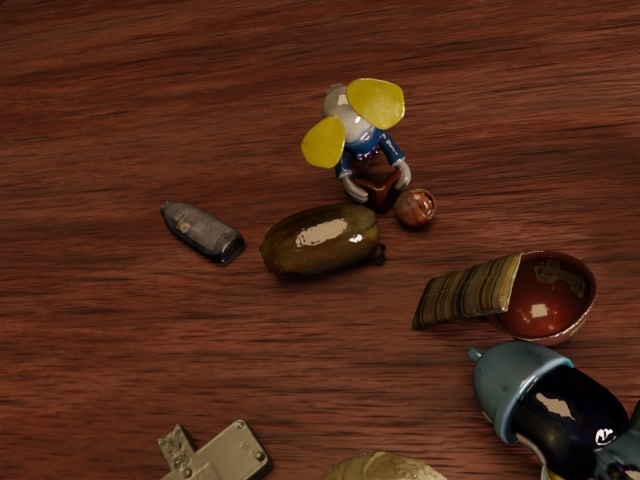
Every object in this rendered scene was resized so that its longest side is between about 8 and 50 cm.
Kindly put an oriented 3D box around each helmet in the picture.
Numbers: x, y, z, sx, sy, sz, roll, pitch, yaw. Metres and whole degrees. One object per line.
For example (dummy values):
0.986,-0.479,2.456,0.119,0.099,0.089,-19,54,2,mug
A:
0.345,0.112,0.760,0.155,0.106,0.175,15,53,42,helmet

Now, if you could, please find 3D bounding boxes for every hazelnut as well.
0.189,-0.067,0.967,0.087,0.086,0.086,-7,50,8,hazelnut

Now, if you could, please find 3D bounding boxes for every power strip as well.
-0.198,0.349,0.729,0.216,0.061,0.145,-35,52,-16,power strip

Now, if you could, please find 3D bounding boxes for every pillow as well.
0.230,0.084,0.786,0.203,0.038,0.113,-29,25,54,pillow

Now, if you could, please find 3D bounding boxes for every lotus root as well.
0.000,0.000,0.932,0.241,0.122,0.124,-14,40,-1,lotus root

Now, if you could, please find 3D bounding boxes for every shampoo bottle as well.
-0.270,-0.026,1.067,0.234,0.049,0.087,28,64,31,shampoo bottle

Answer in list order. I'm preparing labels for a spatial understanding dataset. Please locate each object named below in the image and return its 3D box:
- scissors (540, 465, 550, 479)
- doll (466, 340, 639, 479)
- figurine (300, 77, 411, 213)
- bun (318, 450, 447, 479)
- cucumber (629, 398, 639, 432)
0.291,0.401,0.583,0.125,0.030,0.255,0,50,16,scissors
0.314,0.235,0.620,0.314,0.177,0.141,41,103,45,doll
0.108,-0.206,1.011,0.205,0.283,0.338,-22,20,17,figurine
0.073,0.382,0.577,0.260,0.152,0.259,-8,47,8,bun
0.506,0.210,0.645,0.244,0.063,0.115,-43,34,-11,cucumber
